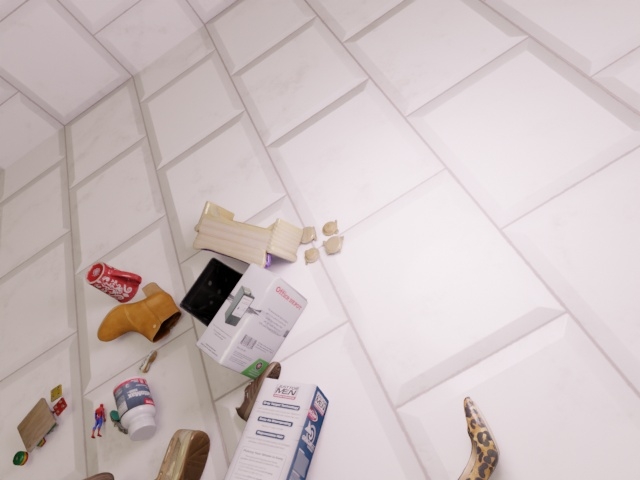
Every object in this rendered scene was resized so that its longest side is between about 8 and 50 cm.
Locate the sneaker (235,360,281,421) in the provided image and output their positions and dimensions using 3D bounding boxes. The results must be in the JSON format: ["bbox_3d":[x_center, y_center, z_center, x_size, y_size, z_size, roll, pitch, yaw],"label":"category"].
[{"bbox_3d":[-0.188,0.432,1.372,0.071,0.066,0.188,19,72,35],"label":"sneaker"}]

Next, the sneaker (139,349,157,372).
[{"bbox_3d":[-0.598,0.413,1.614,0.037,0.032,0.083,17,71,33],"label":"sneaker"}]

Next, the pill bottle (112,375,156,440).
[{"bbox_3d":[-0.586,0.534,1.491,0.108,0.108,0.180,-40,53,2],"label":"pill bottle"}]

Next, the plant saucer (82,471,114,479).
[{"bbox_3d":[-0.697,0.776,1.311,0.041,0.278,0.278,37,83,21],"label":"plant saucer"}]

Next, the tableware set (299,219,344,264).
[{"bbox_3d":[0.000,0.000,1.555,0.169,0.020,0.141,-19,54,18],"label":"tableware set"}]

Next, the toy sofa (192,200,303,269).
[{"bbox_3d":[-0.255,-0.006,1.604,0.363,0.150,0.177,14,83,32],"label":"toy sofa"}]

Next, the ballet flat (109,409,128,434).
[{"bbox_3d":[-0.661,0.601,1.536,0.114,0.041,0.041,19,73,35],"label":"ballet flat"}]

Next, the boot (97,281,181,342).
[{"bbox_3d":[-0.643,0.300,1.658,0.295,0.104,0.211,-44,52,-7],"label":"boot"}]

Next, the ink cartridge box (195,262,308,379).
[{"bbox_3d":[-0.194,0.243,1.394,0.122,0.211,0.289,25,75,35],"label":"ink cartridge box"}]

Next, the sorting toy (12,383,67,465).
[{"bbox_3d":[-0.993,0.651,1.670,0.132,0.046,0.274,32,80,37],"label":"sorting toy"}]

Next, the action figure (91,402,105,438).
[{"bbox_3d":[-0.748,0.607,1.582,0.038,0.030,0.115,-20,50,9],"label":"action figure"}]

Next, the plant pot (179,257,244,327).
[{"bbox_3d":[-0.295,0.194,1.498,0.187,0.167,0.188,23,76,38],"label":"plant pot"}]

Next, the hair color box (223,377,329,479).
[{"bbox_3d":[-0.115,0.539,1.195,0.174,0.105,0.347,-1,47,28],"label":"hair color box"}]

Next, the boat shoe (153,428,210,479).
[{"bbox_3d":[-0.415,0.706,1.306,0.110,0.121,0.341,-6,50,29],"label":"boat shoe"}]

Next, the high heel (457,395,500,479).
[{"bbox_3d":[0.312,0.502,1.055,0.186,0.093,0.261,-19,64,9],"label":"high heel"}]

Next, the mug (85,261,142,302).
[{"bbox_3d":[-0.778,0.143,1.776,0.150,0.169,0.113,-40,52,2],"label":"mug"}]
